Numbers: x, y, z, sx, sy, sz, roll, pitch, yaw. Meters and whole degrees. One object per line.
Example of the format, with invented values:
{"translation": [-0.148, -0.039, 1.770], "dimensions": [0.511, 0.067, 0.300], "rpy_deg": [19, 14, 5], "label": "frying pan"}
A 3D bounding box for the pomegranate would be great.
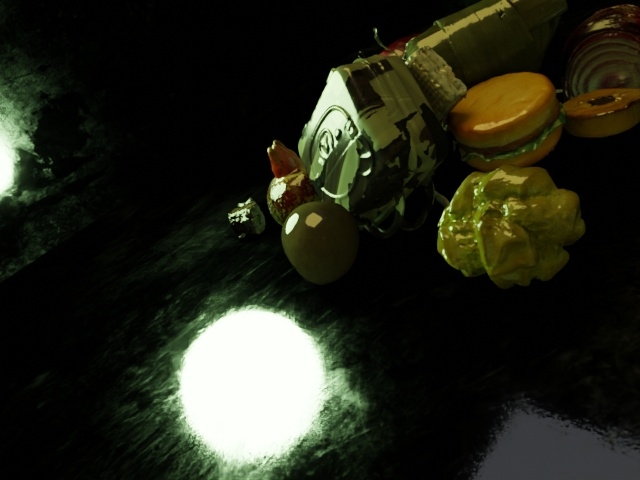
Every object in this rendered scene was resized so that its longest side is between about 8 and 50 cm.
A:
{"translation": [-0.055, -0.146, 1.328], "dimensions": [0.214, 0.248, 0.214], "rpy_deg": [-25, 29, 15], "label": "pomegranate"}

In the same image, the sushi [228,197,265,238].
{"translation": [-0.209, -0.061, 1.507], "dimensions": [0.084, 0.094, 0.098], "rpy_deg": [-14, 27, 24], "label": "sushi"}

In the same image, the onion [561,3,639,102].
{"translation": [0.681, -0.445, 1.218], "dimensions": [0.216, 0.207, 0.206], "rpy_deg": [0, 38, 37], "label": "onion"}

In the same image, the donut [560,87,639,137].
{"translation": [0.604, -0.274, 1.120], "dimensions": [0.162, 0.065, 0.178], "rpy_deg": [-26, 22, -8], "label": "donut"}

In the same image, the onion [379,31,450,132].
{"translation": [0.267, -0.380, 1.437], "dimensions": [0.347, 0.347, 0.285], "rpy_deg": [-34, 61, -14], "label": "onion"}

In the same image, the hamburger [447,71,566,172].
{"translation": [0.403, -0.239, 1.128], "dimensions": [0.246, 0.170, 0.246], "rpy_deg": [-21, 38, 17], "label": "hamburger"}

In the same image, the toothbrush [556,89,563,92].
{"translation": [0.621, -0.408, 1.429], "dimensions": [0.017, 0.014, 0.194], "rpy_deg": [-38, 26, -22], "label": "toothbrush"}

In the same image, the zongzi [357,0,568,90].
{"translation": [0.346, -0.400, 1.283], "dimensions": [0.447, 0.418, 0.181], "rpy_deg": [-22, 64, 9], "label": "zongzi"}

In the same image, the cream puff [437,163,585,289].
{"translation": [0.283, -0.014, 0.806], "dimensions": [0.221, 0.194, 0.195], "rpy_deg": [-9, 30, 45], "label": "cream puff"}

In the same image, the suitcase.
{"translation": [0.117, -0.170, 1.109], "dimensions": [0.194, 0.339, 0.351], "rpy_deg": [-19, -16, -25], "label": "suitcase"}

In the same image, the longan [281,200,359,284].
{"translation": [0.000, 0.000, 1.075], "dimensions": [0.189, 0.189, 0.189], "rpy_deg": [-23, 24, 11], "label": "longan"}

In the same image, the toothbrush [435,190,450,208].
{"translation": [0.272, -0.064, 1.095], "dimensions": [0.027, 0.021, 0.269], "rpy_deg": [-15, 24, -1], "label": "toothbrush"}

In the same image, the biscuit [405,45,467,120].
{"translation": [0.177, -0.263, 1.226], "dimensions": [0.078, 0.144, 0.426], "rpy_deg": [-38, -6, -29], "label": "biscuit"}
